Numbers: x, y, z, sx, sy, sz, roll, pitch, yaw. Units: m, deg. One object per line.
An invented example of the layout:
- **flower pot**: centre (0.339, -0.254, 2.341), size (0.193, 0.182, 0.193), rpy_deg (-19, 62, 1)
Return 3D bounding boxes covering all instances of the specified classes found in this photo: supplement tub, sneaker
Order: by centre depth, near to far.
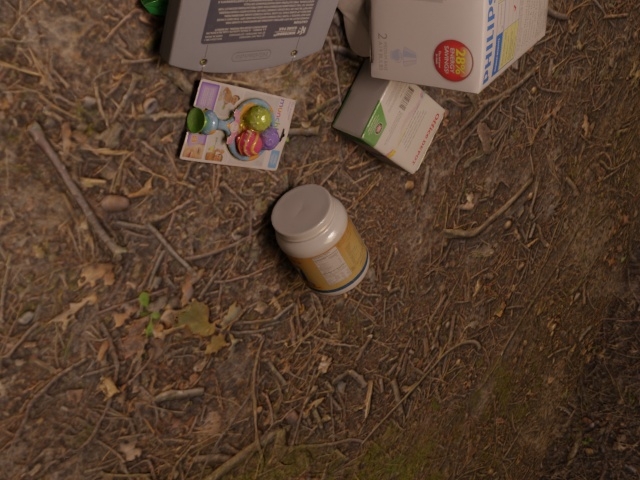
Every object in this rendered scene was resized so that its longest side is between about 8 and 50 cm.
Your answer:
- **sneaker**: centre (0.077, -0.447, 1.444), size (0.094, 0.080, 0.212), rpy_deg (-55, 148, -31)
- **supplement tub**: centre (0.000, 0.000, 1.533), size (0.144, 0.144, 0.200), rpy_deg (-50, 139, -16)

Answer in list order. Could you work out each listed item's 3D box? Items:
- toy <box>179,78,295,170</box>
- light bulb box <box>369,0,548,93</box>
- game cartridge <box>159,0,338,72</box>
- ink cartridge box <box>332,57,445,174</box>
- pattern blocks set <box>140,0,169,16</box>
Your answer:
- **toy**: centre (-0.124, -0.188, 1.364), size (0.237, 0.056, 0.137), rpy_deg (3, 109, -49)
- **light bulb box**: centre (0.260, -0.500, 1.428), size (0.361, 0.225, 0.358), rpy_deg (-41, 137, -45)
- **game cartridge**: centre (-0.105, -0.356, 1.234), size (0.297, 0.062, 0.198), rpy_deg (-15, 148, -36)
- **ink cartridge box**: centre (0.142, -0.246, 1.599), size (0.212, 0.093, 0.154), rpy_deg (25, 92, -50)
- **pattern blocks set**: centre (-0.137, -0.454, 1.139), size (0.285, 0.026, 0.325), rpy_deg (9, 126, -52)
